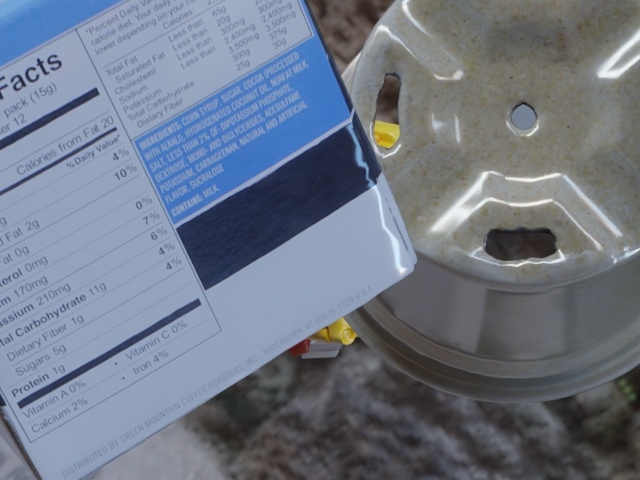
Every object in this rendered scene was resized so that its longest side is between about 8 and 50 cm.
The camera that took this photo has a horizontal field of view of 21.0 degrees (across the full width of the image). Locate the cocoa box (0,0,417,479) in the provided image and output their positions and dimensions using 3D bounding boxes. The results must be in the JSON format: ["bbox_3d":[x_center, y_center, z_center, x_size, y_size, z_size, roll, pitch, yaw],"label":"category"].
[{"bbox_3d":[-0.153,-0.068,0.946,0.231,0.347,0.228,-32,118,-15],"label":"cocoa box"}]

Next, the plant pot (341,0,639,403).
[{"bbox_3d":[0.140,-0.058,1.213,0.334,0.334,0.305,56,-1,9],"label":"plant pot"}]

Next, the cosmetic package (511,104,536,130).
[{"bbox_3d":[0.237,-0.185,1.923,0.238,0.127,0.107,51,29,22],"label":"cosmetic package"}]

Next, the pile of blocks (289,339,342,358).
[{"bbox_3d":[-0.052,0.055,1.885,0.362,0.149,0.112,20,51,-43],"label":"pile of blocks"}]

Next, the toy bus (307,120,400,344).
[{"bbox_3d":[0.000,0.000,1.760,0.211,0.149,0.220,-17,107,-44],"label":"toy bus"}]
